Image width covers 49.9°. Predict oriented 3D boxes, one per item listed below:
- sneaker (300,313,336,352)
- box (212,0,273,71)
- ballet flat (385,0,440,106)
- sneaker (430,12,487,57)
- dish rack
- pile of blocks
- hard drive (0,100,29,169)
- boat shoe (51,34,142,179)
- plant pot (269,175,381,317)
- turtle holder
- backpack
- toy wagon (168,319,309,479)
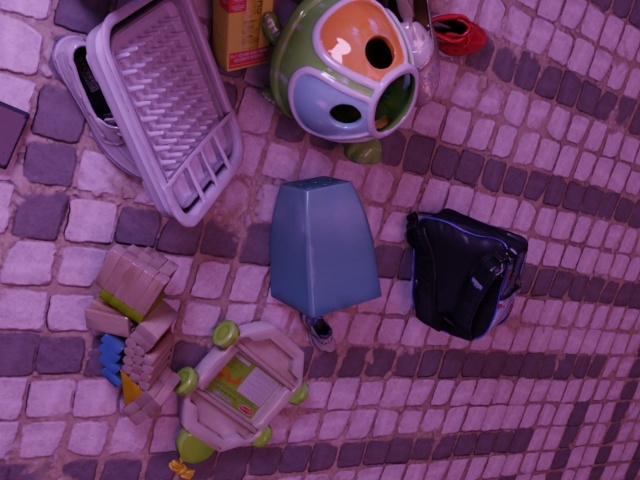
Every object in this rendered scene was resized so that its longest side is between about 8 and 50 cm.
[{"bbox_3d":[0.002,0.201,1.482,0.052,0.058,0.135,-40,126,-15],"label":"sneaker"},{"bbox_3d":[-0.124,-0.392,1.109,0.087,0.058,0.232,-20,143,-28],"label":"box"},{"bbox_3d":[0.156,-0.406,1.265,0.106,0.108,0.315,9,74,-72],"label":"ballet flat"},{"bbox_3d":[0.277,-0.408,1.383,0.221,0.128,0.086,-5,112,-31],"label":"sneaker"},{"bbox_3d":[-0.239,-0.214,1.078,0.285,0.073,0.332,-65,144,-52],"label":"dish rack"},{"bbox_3d":[-0.324,0.154,1.232,0.112,0.149,0.361,-58,159,-61],"label":"pile of blocks"},{"bbox_3d":[-0.512,-0.171,1.010,0.135,0.022,0.094,22,95,-38],"label":"hard drive"},{"bbox_3d":[-0.318,-0.200,1.088,0.096,0.088,0.267,-35,124,-18],"label":"boat shoe"},{"bbox_3d":[0.000,0.000,1.345,0.166,0.166,0.234,-14,107,-29],"label":"plant pot"},{"bbox_3d":[0.038,-0.263,1.195,0.243,0.227,0.320,-24,144,-43],"label":"turtle holder"},{"bbox_3d":[0.326,0.080,1.547,0.213,0.277,0.263,-10,117,-45],"label":"backpack"},{"bbox_3d":[-0.185,0.325,1.399,0.344,0.068,0.267,-48,127,-8],"label":"toy wagon"}]
